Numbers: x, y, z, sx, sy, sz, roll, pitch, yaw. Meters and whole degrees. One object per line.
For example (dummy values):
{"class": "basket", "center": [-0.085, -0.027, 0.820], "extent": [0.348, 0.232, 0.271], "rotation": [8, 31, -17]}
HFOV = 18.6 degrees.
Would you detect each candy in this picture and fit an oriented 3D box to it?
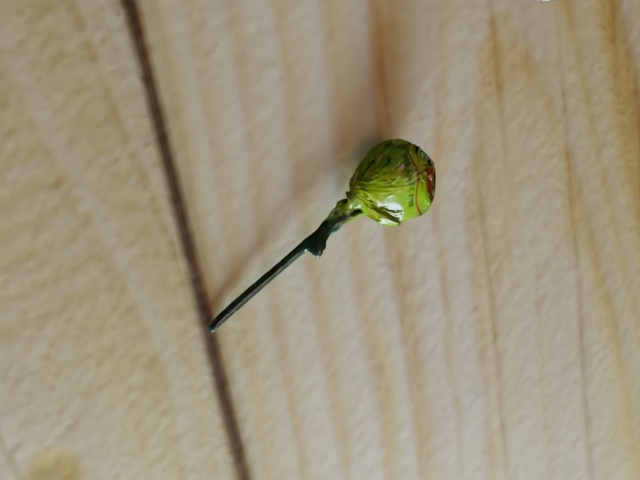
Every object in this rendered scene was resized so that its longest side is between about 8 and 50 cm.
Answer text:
{"class": "candy", "center": [0.000, 0.000, 0.835], "extent": [0.123, 0.035, 0.035], "rotation": [-38, 124, -13]}
